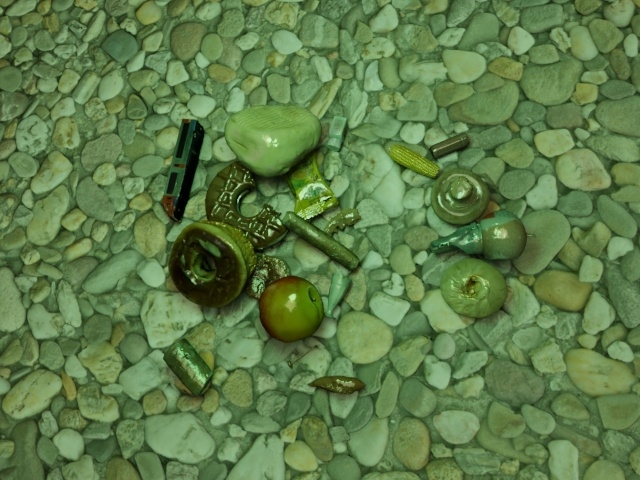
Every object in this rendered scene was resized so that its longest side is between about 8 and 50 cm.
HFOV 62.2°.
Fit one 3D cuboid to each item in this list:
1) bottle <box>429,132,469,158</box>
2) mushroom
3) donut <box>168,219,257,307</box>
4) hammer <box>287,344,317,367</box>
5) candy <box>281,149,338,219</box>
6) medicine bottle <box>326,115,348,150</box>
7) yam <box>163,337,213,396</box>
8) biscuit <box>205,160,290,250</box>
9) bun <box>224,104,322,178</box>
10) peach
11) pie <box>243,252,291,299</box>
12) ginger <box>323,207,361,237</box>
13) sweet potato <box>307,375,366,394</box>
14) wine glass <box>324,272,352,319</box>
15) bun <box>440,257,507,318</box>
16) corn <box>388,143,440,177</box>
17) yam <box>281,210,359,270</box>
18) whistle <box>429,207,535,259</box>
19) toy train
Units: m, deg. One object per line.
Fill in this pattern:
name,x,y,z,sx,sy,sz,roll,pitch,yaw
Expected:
bottle,0.475,-0.349,1.952,0.140,0.053,0.053,-22,74,4
mushroom,0.481,-0.158,1.830,0.204,0.204,0.204,-2,76,9
donut,-0.386,0.072,1.895,0.330,0.160,0.330,8,115,16
hammer,-0.063,0.407,1.877,0.123,0.014,0.029,-34,82,-3
candy,-0.063,-0.215,1.991,0.187,0.081,0.297,-26,65,3
medicine bottle,0.065,-0.405,2.021,0.055,0.074,0.118,16,79,12
yam,-0.462,0.453,1.883,0.107,0.107,0.194,-44,75,-3
biscuit,-0.289,-0.114,1.989,0.268,0.115,0.366,-30,73,2
bun,-0.173,-0.363,1.943,0.361,0.213,0.361,4,36,-3
peach,-0.101,0.235,1.815,0.231,0.231,0.231,-2,76,9
pie,-0.204,0.139,1.947,0.195,0.046,0.195,-2,79,10
ginger,0.069,-0.060,1.953,0.173,0.051,0.069,-40,85,6
sweet potato,0.054,0.492,1.814,0.205,0.060,0.068,-1,42,19
wine glass,0.051,0.197,1.881,0.073,0.073,0.155,21,84,13
bun,0.516,0.158,1.783,0.222,0.127,0.222,-1,77,6
corn,0.343,-0.293,1.953,0.206,0.067,0.067,29,82,14
yam,0.000,0.000,1.898,0.317,0.067,0.071,35,119,-3
whistle,0.543,-0.014,1.799,0.347,0.189,0.189,-5,76,15
toy train,-0.546,-0.274,2.083,0.089,0.086,0.410,9,78,12
